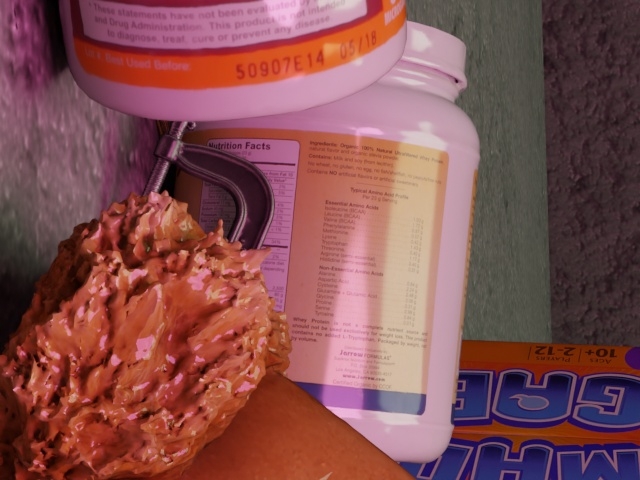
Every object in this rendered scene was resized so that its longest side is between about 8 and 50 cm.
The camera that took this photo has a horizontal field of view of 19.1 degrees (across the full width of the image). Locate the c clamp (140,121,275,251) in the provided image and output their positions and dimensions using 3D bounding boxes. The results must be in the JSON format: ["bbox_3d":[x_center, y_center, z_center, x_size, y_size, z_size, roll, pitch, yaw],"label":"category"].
[{"bbox_3d":[-0.105,-0.012,1.311,0.022,0.137,0.161,140,-33,-82],"label":"c clamp"}]

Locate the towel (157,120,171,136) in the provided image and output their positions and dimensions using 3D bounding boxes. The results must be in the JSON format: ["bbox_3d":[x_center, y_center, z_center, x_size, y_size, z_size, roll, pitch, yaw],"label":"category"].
[{"bbox_3d":[-0.111,-0.113,1.442,0.060,0.009,0.083,76,21,-45],"label":"towel"}]

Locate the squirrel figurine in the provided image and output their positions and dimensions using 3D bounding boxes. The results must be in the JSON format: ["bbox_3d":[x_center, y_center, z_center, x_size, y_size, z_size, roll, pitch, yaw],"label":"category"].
[{"bbox_3d":[-0.114,0.177,1.093,0.370,0.281,0.397,-12,89,-65],"label":"squirrel figurine"}]

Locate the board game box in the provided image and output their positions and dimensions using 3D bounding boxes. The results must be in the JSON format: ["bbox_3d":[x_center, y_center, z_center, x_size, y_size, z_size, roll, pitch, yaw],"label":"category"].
[{"bbox_3d":[0.250,0.363,2.219,0.356,0.356,0.356,-68,156,-53],"label":"board game box"}]

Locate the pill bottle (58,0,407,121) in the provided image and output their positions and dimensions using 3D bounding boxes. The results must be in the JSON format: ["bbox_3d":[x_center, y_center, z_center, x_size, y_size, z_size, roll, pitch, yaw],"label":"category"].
[{"bbox_3d":[-0.067,-0.290,1.156,0.224,0.224,0.392,-62,151,-60],"label":"pill bottle"}]

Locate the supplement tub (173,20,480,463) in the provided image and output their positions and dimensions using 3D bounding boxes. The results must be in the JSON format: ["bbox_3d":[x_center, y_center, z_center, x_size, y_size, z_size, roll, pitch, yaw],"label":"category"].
[{"bbox_3d":[0.000,0.000,1.427,0.228,0.228,0.316,26,69,-74],"label":"supplement tub"}]
